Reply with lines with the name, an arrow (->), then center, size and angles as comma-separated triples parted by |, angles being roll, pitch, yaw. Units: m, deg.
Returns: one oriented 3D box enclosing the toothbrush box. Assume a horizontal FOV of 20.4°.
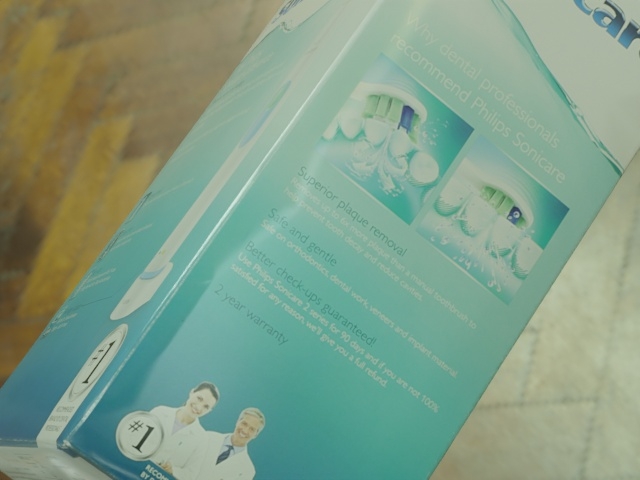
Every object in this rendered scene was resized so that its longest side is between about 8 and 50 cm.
toothbrush box -> 0.000, 0.000, 0.748 | 0.295, 0.126, 0.216 | -57, 13, -17
